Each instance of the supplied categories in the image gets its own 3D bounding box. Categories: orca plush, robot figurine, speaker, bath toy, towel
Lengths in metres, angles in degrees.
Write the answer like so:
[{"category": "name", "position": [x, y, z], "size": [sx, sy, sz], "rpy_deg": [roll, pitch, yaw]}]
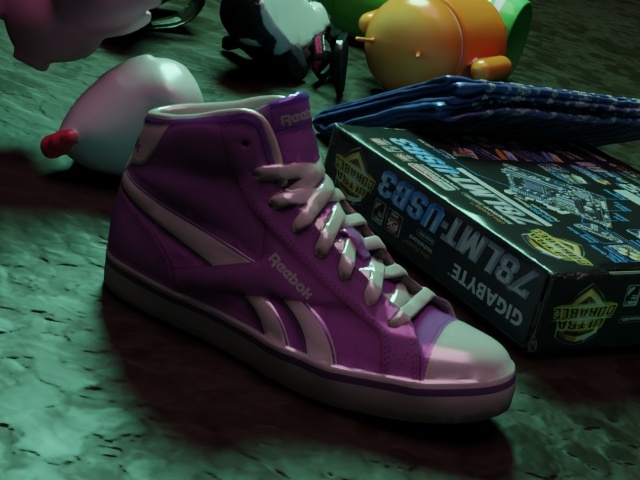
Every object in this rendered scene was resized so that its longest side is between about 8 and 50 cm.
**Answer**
[{"category": "orca plush", "position": [-0.071, -0.261, 1.488], "size": [0.102, 0.151, 0.287], "rpy_deg": [-13, 18, 17]}, {"category": "robot figurine", "position": [0.135, -0.232, 1.511], "size": [0.219, 0.128, 0.158], "rpy_deg": [-15, 75, -53]}, {"category": "speaker", "position": [0.124, -0.309, 1.697], "size": [0.297, 0.131, 0.131], "rpy_deg": [22, 22, 18]}, {"category": "bath toy", "position": [-0.209, -0.204, 1.021], "size": [0.129, 0.348, 0.151], "rpy_deg": [-21, -5, -21]}, {"category": "towel", "position": [0.189, -0.111, 1.252], "size": [0.336, 0.040, 0.243], "rpy_deg": [3, -3, -30]}]

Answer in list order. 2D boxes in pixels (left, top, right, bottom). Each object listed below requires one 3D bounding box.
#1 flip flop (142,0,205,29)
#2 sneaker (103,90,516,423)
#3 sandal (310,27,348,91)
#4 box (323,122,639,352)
[{"category": "flip flop", "position": [-0.178, -0.290, 1.503], "size": [0.080, 0.112, 0.277], "rpy_deg": [39, 17, -8]}, {"category": "sneaker", "position": [-0.001, 0.000, 0.776], "size": [0.282, 0.161, 0.102], "rpy_deg": [21, 20, 14]}, {"category": "sandal", "position": [0.008, -0.211, 1.466], "size": [0.040, 0.067, 0.179], "rpy_deg": [5, 14, -4]}, {"category": "box", "position": [0.196, -0.011, 1.056], "size": [0.293, 0.073, 0.295], "rpy_deg": [-2, 25, -34]}]
